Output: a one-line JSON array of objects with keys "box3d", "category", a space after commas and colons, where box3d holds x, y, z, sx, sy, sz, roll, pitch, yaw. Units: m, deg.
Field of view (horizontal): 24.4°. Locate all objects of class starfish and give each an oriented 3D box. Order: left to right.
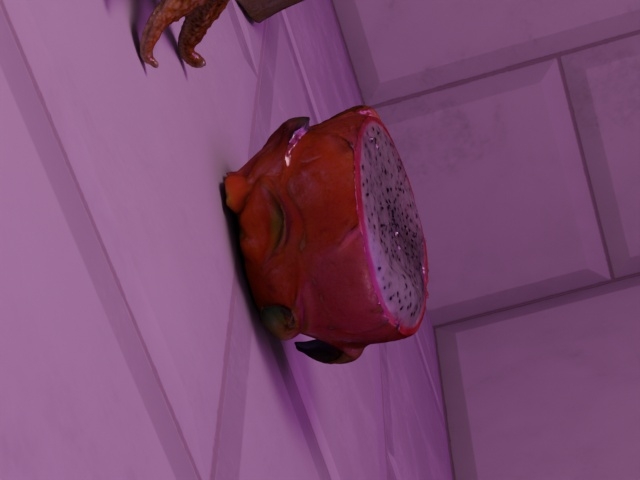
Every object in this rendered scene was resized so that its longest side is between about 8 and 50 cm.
[{"box3d": [-0.106, -0.324, 1.488, 0.375, 0.094, 0.327, -47, 145, -73], "category": "starfish"}]

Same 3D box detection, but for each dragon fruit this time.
[{"box3d": [0.000, 0.000, 1.690, 0.290, 0.189, 0.290, -14, 90, -74], "category": "dragon fruit"}]

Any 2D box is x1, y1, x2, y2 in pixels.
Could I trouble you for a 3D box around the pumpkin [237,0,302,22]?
[{"box3d": [-0.057, -0.500, 2.170, 0.332, 0.199, 0.332, -15, 90, -85], "category": "pumpkin"}]
